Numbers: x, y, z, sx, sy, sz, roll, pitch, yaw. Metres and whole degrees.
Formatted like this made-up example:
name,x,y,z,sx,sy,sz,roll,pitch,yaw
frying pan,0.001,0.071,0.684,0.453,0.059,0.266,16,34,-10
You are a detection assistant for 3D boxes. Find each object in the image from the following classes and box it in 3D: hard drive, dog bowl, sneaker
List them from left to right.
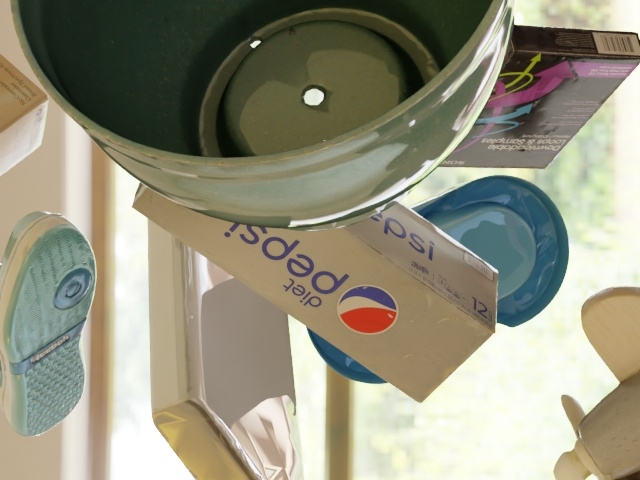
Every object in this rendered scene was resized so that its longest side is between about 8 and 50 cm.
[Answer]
name,x,y,z,sx,sy,sz,roll,pitch,yaw
sneaker,-0.352,0.052,1.920,0.127,0.208,0.319,-29,-32,-36
hard drive,-0.082,0.088,1.552,0.353,0.047,0.233,-97,-19,-49
dog bowl,0.116,0.035,1.878,0.074,0.297,0.166,-145,31,-75

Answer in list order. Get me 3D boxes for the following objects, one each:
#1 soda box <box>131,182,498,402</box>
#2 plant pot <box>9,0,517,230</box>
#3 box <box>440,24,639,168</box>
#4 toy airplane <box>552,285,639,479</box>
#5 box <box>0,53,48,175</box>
name,x,y,z,sx,sy,sz,roll,pitch,yaw
soda box,0.000,0.000,1.379,0.098,0.286,0.091,-47,17,30
plant pot,-0.016,-0.125,1.072,0.196,0.293,0.293,67,-156,-60
box,0.158,-0.106,1.356,0.162,0.116,0.029,127,137,-54
toy airplane,0.362,0.240,1.398,0.272,0.386,0.384,-52,-27,-46
box,-0.519,-0.117,2.326,0.311,0.148,0.121,-44,-13,-32
